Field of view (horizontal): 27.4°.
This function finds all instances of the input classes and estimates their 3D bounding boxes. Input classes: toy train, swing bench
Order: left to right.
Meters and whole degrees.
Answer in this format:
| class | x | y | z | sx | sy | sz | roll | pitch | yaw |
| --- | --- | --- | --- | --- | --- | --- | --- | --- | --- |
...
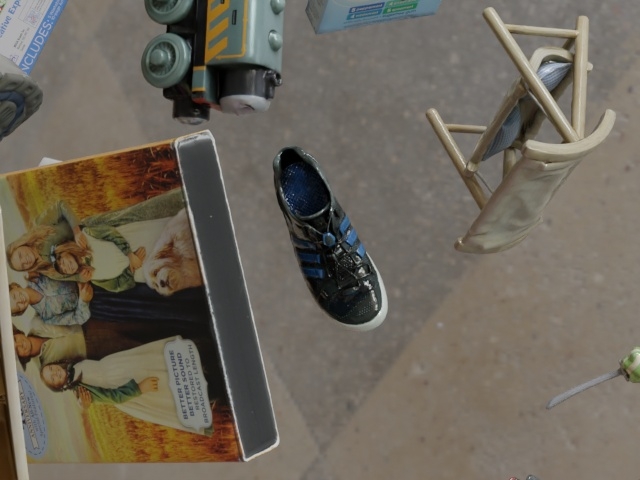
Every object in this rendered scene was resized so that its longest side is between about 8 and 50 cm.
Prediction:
| class | x | y | z | sx | sy | sz | roll | pitch | yaw |
| --- | --- | --- | --- | --- | --- | --- | --- | --- | --- |
| toy train | -0.132 | -0.323 | 1.785 | 0.190 | 0.142 | 0.334 | -1 | 82 | 28 |
| swing bench | 0.284 | -0.148 | 1.859 | 0.253 | 0.165 | 0.255 | 120 | 145 | -54 |

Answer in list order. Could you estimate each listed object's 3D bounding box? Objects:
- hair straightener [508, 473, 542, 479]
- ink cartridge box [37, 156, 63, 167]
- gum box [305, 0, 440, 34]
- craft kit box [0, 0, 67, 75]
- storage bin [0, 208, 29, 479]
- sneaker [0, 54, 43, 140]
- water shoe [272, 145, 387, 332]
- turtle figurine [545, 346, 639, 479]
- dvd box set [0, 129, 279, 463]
| class | x | y | z | sx | sy | sz | roll | pitch | yaw |
| --- | --- | --- | --- | --- | --- | --- | --- | --- | --- |
| hair straightener | 0.397 | 0.423 | 2.026 | 0.089 | 0.230 | 0.047 | -28 | 34 | 54 |
| ink cartridge box | -0.288 | -0.001 | 1.934 | 0.273 | 0.197 | 0.114 | 12 | 61 | 20 |
| gum box | 0.077 | -0.312 | 1.458 | 0.184 | 0.157 | 0.041 | 112 | 140 | -58 |
| craft kit box | -0.419 | -0.362 | 1.617 | 0.061 | 0.246 | 0.250 | 21 | 82 | 57 |
| storage bin | -0.325 | 0.076 | 0.820 | 0.123 | 0.260 | 0.262 | -118 | 25 | -52 |
| sneaker | -0.289 | -0.137 | 0.930 | 0.111 | 0.297 | 0.129 | -37 | 76 | -5 |
| water shoe | 0.000 | 0.000 | 1.322 | 0.073 | 0.080 | 0.203 | -29 | 73 | 2 |
| turtle figurine | 0.445 | 0.196 | 1.674 | 0.198 | 0.266 | 0.274 | 50 | 149 | -6 |
| dvd box set | -0.250 | 0.072 | 1.320 | 0.420 | 0.062 | 0.308 | -7 | 98 | 36 |
